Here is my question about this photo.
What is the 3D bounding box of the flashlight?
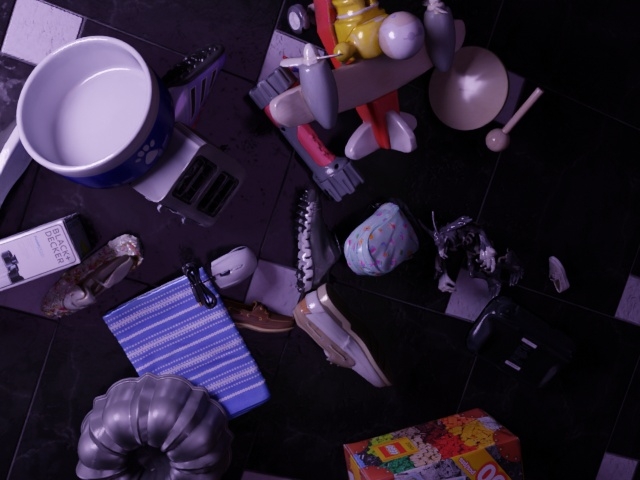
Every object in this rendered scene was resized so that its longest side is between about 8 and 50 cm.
[{"bbox_3d":[-0.021,-0.227,1.260,0.103,0.103,0.304,-43,104,-9],"label":"flashlight"}]

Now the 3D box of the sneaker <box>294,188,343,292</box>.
[{"bbox_3d":[0.000,0.000,1.309,0.106,0.078,0.234,-2,101,-17],"label":"sneaker"}]

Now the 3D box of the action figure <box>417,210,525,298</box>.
[{"bbox_3d":[0.343,0.040,1.359,0.276,0.164,0.140,27,49,-23],"label":"action figure"}]

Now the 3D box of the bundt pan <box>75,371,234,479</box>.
[{"bbox_3d":[-0.350,0.449,1.216,0.331,0.124,0.330,0,100,-2],"label":"bundt pan"}]

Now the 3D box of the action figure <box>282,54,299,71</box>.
[{"bbox_3d":[-0.029,-0.374,1.277,0.115,0.030,0.038,9,100,-20],"label":"action figure"}]

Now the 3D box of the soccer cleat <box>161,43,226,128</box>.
[{"bbox_3d":[-0.291,-0.262,1.195,0.318,0.109,0.116,-49,125,-6],"label":"soccer cleat"}]

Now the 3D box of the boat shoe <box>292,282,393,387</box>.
[{"bbox_3d":[0.055,0.231,1.343,0.103,0.113,0.302,-31,110,16],"label":"boat shoe"}]

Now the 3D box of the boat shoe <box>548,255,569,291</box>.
[{"bbox_3d":[0.600,0.088,1.496,0.035,0.035,0.100,-32,110,-11],"label":"boat shoe"}]

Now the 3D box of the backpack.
[{"bbox_3d":[0.138,0.000,1.308,0.182,0.115,0.151,-37,99,-25],"label":"backpack"}]

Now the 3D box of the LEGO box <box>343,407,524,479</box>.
[{"bbox_3d":[0.290,0.706,1.410,0.373,0.193,0.499,-12,100,-13],"label":"LEGO box"}]

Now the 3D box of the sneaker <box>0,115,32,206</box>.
[{"bbox_3d":[-0.653,-0.147,1.106,0.147,0.104,0.295,27,82,-4],"label":"sneaker"}]

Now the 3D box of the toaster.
[{"bbox_3d":[-0.255,-0.131,1.170,0.185,0.110,0.168,-54,150,1],"label":"toaster"}]

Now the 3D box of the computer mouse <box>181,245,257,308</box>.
[{"bbox_3d":[-0.194,0.062,1.230,0.193,0.042,0.106,-32,103,-46],"label":"computer mouse"}]

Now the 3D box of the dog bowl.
[{"bbox_3d":[-0.410,-0.232,1.082,0.265,0.104,0.264,-3,75,11],"label":"dog bowl"}]

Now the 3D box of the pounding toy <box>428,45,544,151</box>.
[{"bbox_3d":[0.372,-0.330,1.338,0.237,0.110,0.182,42,120,18],"label":"pounding toy"}]

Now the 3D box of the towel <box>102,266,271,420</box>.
[{"bbox_3d":[-0.280,0.252,1.257,0.243,0.040,0.335,-25,103,4],"label":"towel"}]

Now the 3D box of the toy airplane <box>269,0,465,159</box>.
[{"bbox_3d":[0.113,-0.351,1.173,0.385,0.272,0.385,21,79,-26],"label":"toy airplane"}]

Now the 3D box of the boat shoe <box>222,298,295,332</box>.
[{"bbox_3d":[-0.139,0.166,1.297,0.178,0.064,0.060,8,97,-13],"label":"boat shoe"}]

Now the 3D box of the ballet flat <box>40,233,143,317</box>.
[{"bbox_3d":[-0.459,0.081,1.187,0.241,0.077,0.091,-43,142,-6],"label":"ballet flat"}]

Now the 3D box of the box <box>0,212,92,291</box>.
[{"bbox_3d":[-0.598,0.041,1.109,0.290,0.169,0.087,-21,102,-12],"label":"box"}]

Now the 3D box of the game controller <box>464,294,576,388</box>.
[{"bbox_3d":[0.502,0.259,1.462,0.319,0.067,0.166,31,106,-25],"label":"game controller"}]
